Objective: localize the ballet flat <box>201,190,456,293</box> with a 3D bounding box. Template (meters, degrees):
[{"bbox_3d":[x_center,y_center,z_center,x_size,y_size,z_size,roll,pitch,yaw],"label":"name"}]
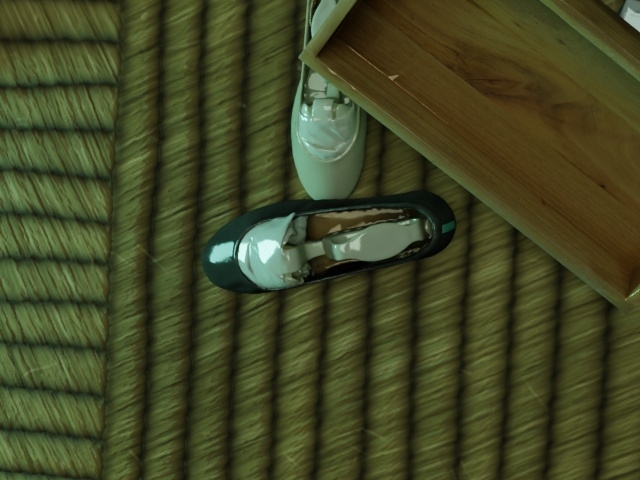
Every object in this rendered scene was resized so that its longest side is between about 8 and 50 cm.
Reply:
[{"bbox_3d":[0.000,0.000,1.015,0.281,0.096,0.095,-13,98,10],"label":"ballet flat"}]

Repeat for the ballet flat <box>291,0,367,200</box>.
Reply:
[{"bbox_3d":[0.008,-0.162,1.019,0.086,0.086,0.248,4,92,9],"label":"ballet flat"}]

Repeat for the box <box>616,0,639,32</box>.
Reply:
[{"bbox_3d":[0.327,-0.174,0.956,0.101,0.102,0.087,19,92,8],"label":"box"}]

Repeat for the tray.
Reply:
[{"bbox_3d":[0.205,-0.128,0.910,0.411,0.076,0.203,38,128,-5],"label":"tray"}]
